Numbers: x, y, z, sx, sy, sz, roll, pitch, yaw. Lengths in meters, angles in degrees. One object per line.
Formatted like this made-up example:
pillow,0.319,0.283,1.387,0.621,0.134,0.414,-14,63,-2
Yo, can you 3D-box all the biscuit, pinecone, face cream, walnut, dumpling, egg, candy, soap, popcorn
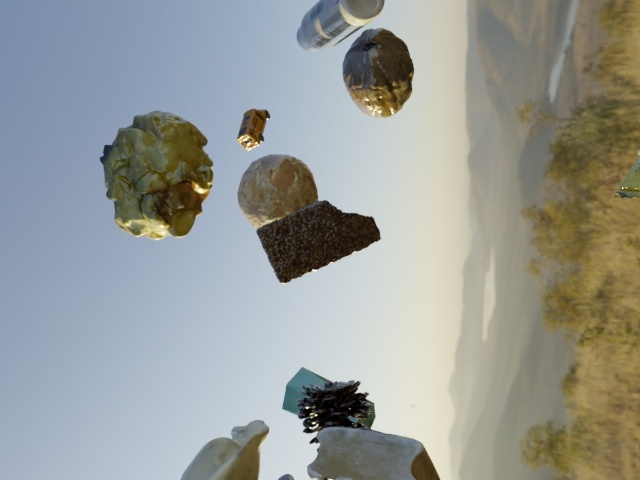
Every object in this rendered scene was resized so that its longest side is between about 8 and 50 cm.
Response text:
biscuit,0.000,-0.012,1.376,0.026,0.237,0.131,-135,22,-76
pinecone,0.032,0.384,1.445,0.163,0.163,0.165,6,-101,-79
face cream,0.022,-0.387,1.181,0.269,0.082,0.081,-176,89,-69
walnut,0.135,-0.373,1.553,0.230,0.178,0.178,56,-141,-65
dumpling,-0.215,0.561,1.604,0.243,0.187,0.318,-47,1,30
egg,-0.104,-0.112,1.678,0.245,0.204,0.203,102,173,-78
candy,0.717,-0.141,1.358,0.297,0.187,0.081,-39,-51,-50
soap,0.102,0.387,1.059,0.274,0.174,0.089,66,-147,-50
popcorn,-0.352,-0.138,1.487,0.215,0.252,0.286,-17,-59,-58

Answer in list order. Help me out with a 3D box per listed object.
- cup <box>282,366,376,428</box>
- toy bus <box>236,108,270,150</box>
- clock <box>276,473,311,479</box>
cup,0.028,0.452,1.857,0.148,0.236,0.134,43,-114,-53
toy bus,-0.222,-0.376,2.218,0.074,0.070,0.162,41,-137,-34
clock,-0.049,0.359,0.747,0.151,0.062,0.190,-23,53,61
